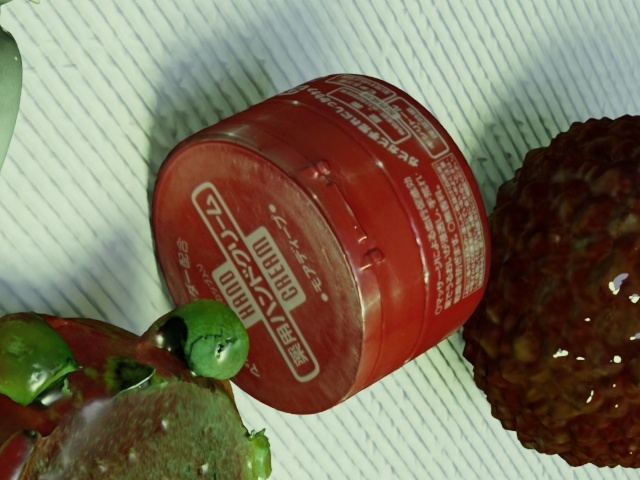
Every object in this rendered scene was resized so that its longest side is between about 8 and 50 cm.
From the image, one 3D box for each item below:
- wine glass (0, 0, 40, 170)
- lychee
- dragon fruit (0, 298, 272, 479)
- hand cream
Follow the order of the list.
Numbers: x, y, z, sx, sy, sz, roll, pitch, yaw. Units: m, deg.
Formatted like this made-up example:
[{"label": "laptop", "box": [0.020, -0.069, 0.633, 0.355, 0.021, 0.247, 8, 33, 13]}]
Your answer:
[{"label": "wine glass", "box": [-0.214, -0.062, 1.021, 0.111, 0.111, 0.204, 15, 94, -50]}, {"label": "lychee", "box": [0.237, 0.033, 1.443, 0.300, 0.264, 0.264, -49, 140, 9]}, {"label": "dragon fruit", "box": [-0.150, 0.157, 1.172, 0.295, 0.130, 0.268, -56, 137, -13]}, {"label": "hand cream", "box": [0.000, 0.000, 1.226, 0.125, 0.193, 0.193, -26, 125, -36]}]
